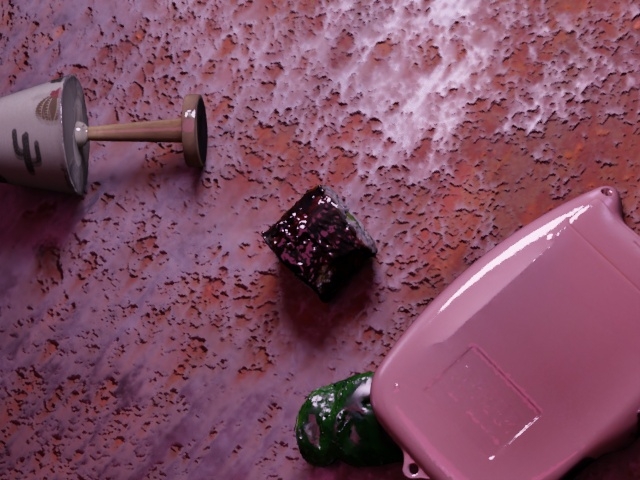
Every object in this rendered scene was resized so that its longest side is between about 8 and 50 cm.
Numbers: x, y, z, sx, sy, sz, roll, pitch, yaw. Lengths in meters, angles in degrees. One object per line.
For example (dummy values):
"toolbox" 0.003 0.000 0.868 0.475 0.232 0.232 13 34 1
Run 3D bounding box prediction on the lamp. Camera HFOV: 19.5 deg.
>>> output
"lamp" -0.222 -0.104 1.824 0.214 0.121 0.121 -1 75 6

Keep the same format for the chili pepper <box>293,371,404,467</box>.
"chili pepper" 0.088 0.169 1.692 0.224 0.061 0.098 1 69 18

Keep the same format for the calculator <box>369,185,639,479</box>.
"calculator" 0.198 0.102 1.654 0.329 0.048 0.220 -41 69 -10

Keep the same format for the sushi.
"sushi" 0.000 0.000 1.755 0.084 0.098 0.094 -44 87 5
